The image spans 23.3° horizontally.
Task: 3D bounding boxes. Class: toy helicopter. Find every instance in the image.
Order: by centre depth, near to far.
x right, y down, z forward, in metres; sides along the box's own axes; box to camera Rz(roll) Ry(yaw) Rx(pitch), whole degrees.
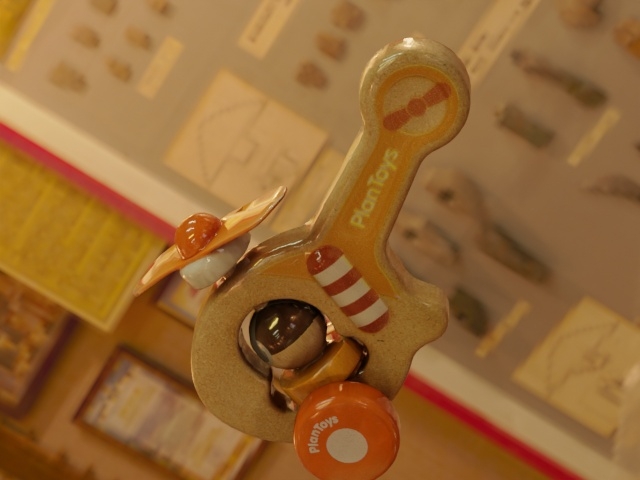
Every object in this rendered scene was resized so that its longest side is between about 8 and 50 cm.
[{"bbox_3d":[0.000,0.000,1.187,0.140,0.235,0.355,-78,12,-65],"label":"toy helicopter"}]
